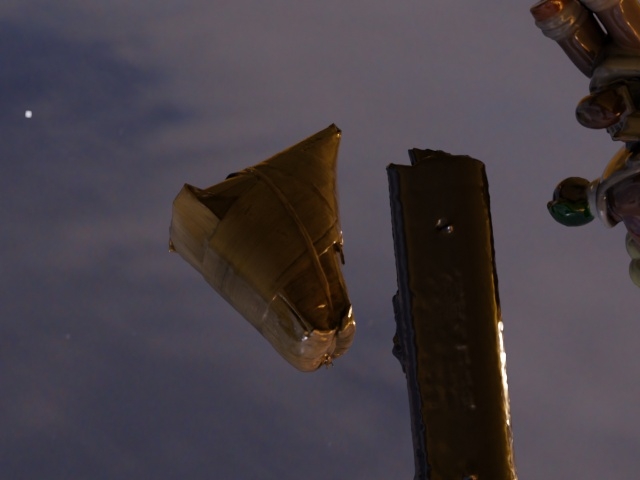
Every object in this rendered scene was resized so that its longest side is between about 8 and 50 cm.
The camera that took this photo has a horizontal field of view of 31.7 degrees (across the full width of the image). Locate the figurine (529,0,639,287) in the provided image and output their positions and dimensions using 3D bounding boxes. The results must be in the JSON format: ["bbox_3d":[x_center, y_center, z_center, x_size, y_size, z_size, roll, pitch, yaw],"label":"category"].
[{"bbox_3d":[0.178,-0.048,0.597,0.197,0.147,0.093,49,-132,-17],"label":"figurine"}]

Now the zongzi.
[{"bbox_3d":[0.000,0.000,0.809,0.176,0.078,0.160,-29,-112,-36],"label":"zongzi"}]

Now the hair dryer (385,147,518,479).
[{"bbox_3d":[0.052,0.083,0.509,0.197,0.251,0.089,-2,174,14],"label":"hair dryer"}]
